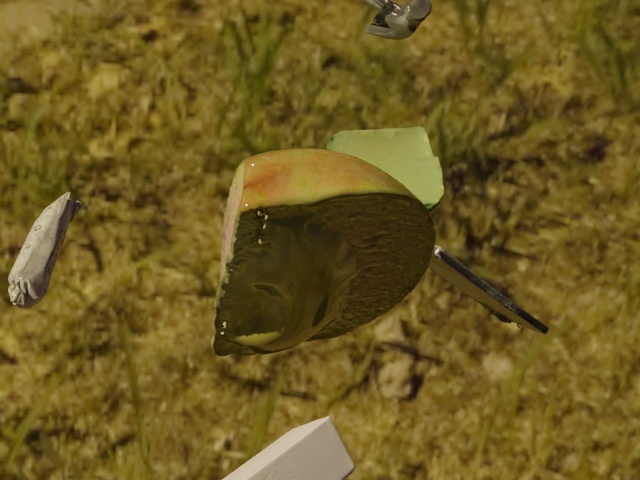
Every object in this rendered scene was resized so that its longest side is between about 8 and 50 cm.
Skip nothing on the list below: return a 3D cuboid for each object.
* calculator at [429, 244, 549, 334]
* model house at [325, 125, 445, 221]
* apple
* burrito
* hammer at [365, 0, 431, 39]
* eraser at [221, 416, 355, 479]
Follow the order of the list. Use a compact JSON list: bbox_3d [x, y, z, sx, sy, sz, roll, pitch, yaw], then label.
[{"bbox_3d":[0.240,0.072,2.148,0.262,0.021,0.161,35,-7,-26],"label":"calculator"},{"bbox_3d":[0.108,-0.061,2.329,0.195,0.189,0.214,-8,47,-7],"label":"model house"},{"bbox_3d":[0.000,0.000,1.203,0.193,0.265,0.120,-3,58,-11],"label":"apple"},{"bbox_3d":[-0.406,0.014,1.960,0.064,0.064,0.203,13,50,3],"label":"burrito"},{"bbox_3d":[0.000,-0.293,1.413,0.246,0.103,0.029,35,75,-6],"label":"hammer"},{"bbox_3d":[-0.081,0.305,1.549,0.298,0.076,0.078,-30,93,-50],"label":"eraser"}]
